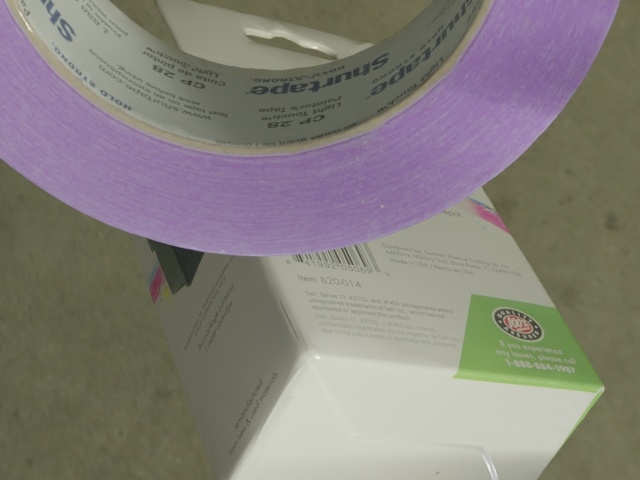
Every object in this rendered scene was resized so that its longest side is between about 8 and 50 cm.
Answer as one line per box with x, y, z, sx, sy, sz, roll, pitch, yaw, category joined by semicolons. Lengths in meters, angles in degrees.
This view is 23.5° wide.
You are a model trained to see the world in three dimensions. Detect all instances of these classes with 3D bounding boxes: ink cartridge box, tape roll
0.000;0.000;0.971;0.207;0.353;0.119;9;126;-30;ink cartridge box
-0.024;-0.135;0.575;0.274;0.090;0.275;1;117;2;tape roll
